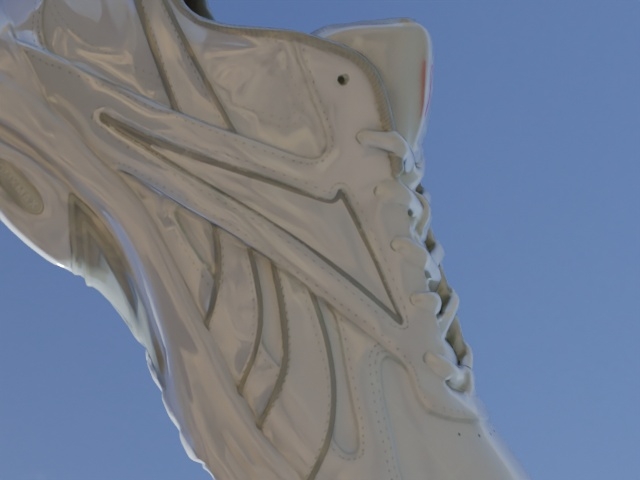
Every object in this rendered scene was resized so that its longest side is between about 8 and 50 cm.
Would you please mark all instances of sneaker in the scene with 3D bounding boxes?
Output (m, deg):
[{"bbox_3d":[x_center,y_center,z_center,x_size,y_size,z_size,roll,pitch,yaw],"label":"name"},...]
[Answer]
[{"bbox_3d":[0.000,0.000,0.382,0.115,0.090,0.232,-43,-93,6],"label":"sneaker"}]
